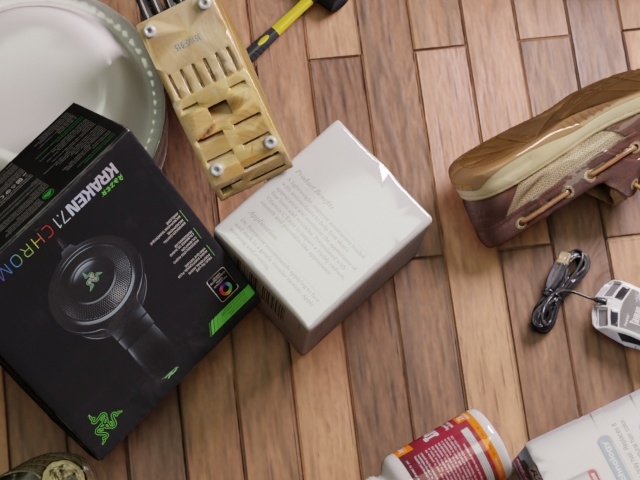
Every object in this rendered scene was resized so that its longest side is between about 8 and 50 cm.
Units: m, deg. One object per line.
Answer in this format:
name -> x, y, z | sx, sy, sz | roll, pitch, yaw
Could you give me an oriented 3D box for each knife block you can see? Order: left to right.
knife block -> -0.120, -0.188, 1.757 | 0.088, 0.242, 0.276 | -26, 92, 4

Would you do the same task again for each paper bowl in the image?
paper bowl -> -0.310, -0.141, 1.753 | 0.284, 0.148, 0.284 | 1, 75, -4

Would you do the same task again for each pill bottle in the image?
pill bottle -> 0.120, 0.250, 1.698 | 0.152, 0.086, 0.086 | -28, 78, -11

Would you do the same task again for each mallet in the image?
mallet -> -0.041, -0.241, 1.854 | 0.062, 0.039, 0.190 | 37, 80, 10

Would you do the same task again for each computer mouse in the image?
computer mouse -> 0.338, 0.084, 1.781 | 0.193, 0.042, 0.106 | 21, 70, 9

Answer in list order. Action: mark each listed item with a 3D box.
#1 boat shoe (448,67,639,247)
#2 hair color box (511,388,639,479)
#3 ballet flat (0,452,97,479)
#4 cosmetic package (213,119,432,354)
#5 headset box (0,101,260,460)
boat shoe -> 0.312, -0.097, 1.804 | 0.342, 0.123, 0.123 | -27, 108, -15
hair color box -> 0.415, 0.230, 1.702 | 0.374, 0.113, 0.185 | -24, 75, -8
ballet flat -> -0.355, 0.289, 1.676 | 0.250, 0.058, 0.084 | -19, 77, -8
cosmetic package -> 0.000, 0.000, 1.727 | 0.183, 0.151, 0.151 | -41, 81, -12
headset box -> -0.235, 0.049, 1.647 | 0.246, 0.283, 0.131 | -45, 36, -14
